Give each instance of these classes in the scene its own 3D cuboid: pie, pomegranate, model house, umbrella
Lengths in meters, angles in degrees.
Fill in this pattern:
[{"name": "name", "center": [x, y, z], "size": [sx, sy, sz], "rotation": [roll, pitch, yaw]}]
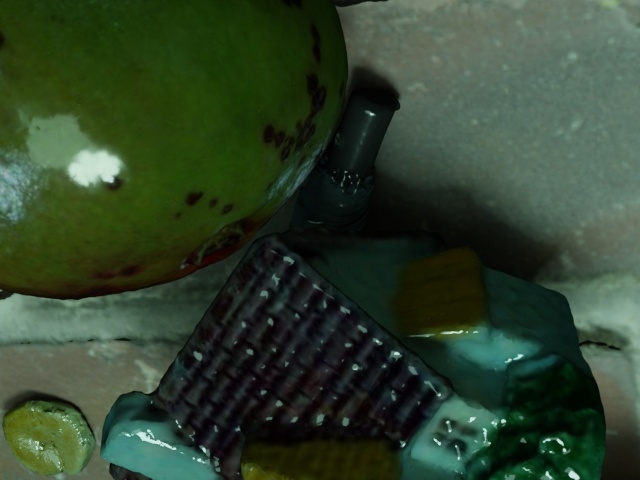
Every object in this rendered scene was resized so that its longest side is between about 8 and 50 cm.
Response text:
[{"name": "pie", "center": [-0.232, 0.168, 1.248], "size": [0.084, 0.020, 0.084], "rotation": [8, 122, 14]}, {"name": "pomegranate", "center": [-0.131, -0.128, 0.908], "size": [0.290, 0.290, 0.323], "rotation": [-14, 82, 27]}, {"name": "model house", "center": [0.002, 0.125, 0.976], "size": [0.248, 0.230, 0.280], "rotation": [20, 126, -20]}, {"name": "umbrella", "center": [-0.001, 0.001, 1.045], "size": [0.052, 0.053, 0.250], "rotation": [24, 125, 4]}]
